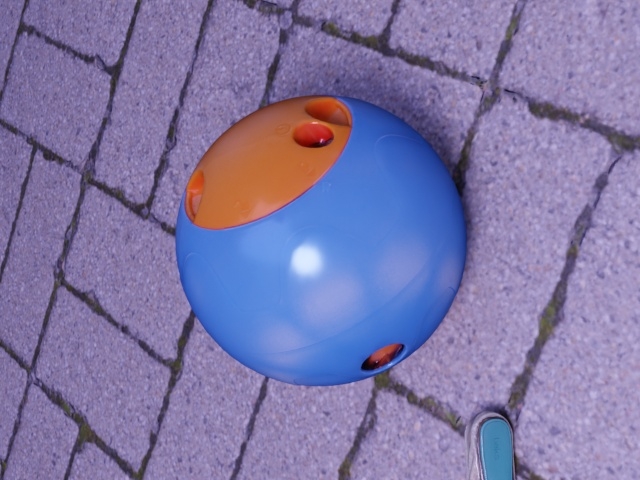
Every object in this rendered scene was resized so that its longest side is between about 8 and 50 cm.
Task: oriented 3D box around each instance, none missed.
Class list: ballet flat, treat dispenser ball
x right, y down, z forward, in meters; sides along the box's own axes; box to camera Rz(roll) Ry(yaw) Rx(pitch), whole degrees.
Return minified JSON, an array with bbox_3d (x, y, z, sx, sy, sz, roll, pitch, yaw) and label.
[{"bbox_3d":[0.165,0.251,1.055,0.052,0.057,0.168,152,122,-71],"label":"ballet flat"},{"bbox_3d":[0.000,0.000,1.077,0.288,0.288,0.288,-7,80,45],"label":"treat dispenser ball"}]
